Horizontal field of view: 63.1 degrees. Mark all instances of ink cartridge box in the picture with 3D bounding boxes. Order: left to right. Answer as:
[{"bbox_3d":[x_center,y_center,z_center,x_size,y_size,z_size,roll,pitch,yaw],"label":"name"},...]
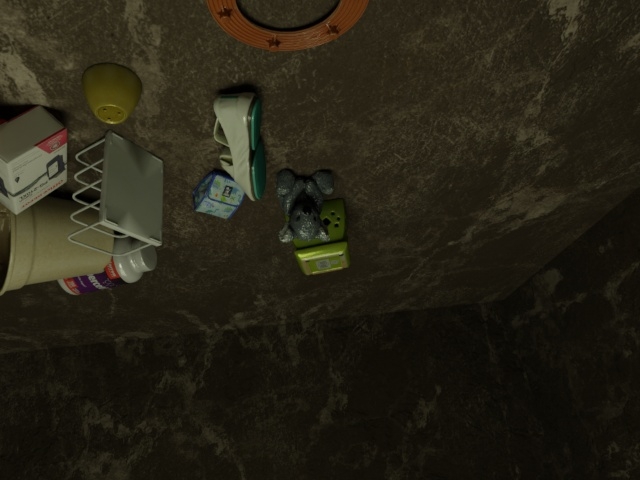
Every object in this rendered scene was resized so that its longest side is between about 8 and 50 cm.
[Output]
[{"bbox_3d":[-0.742,-0.199,1.318,0.100,0.172,0.237,41,143,1],"label":"ink cartridge box"}]

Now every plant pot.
[{"bbox_3d":[-0.822,-0.007,1.593,0.306,0.333,0.334,0,155,-45],"label":"plant pot"},{"bbox_3d":[-0.491,-0.333,1.227,0.134,0.095,0.134,-8,154,-4],"label":"plant pot"},{"bbox_3d":[0.000,0.000,1.949,0.227,0.207,0.228,-11,155,2],"label":"plant pot"}]

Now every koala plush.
[{"bbox_3d":[-0.054,-0.091,1.724,0.196,0.221,0.203,-2,154,-15],"label":"koala plush"}]

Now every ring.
[{"bbox_3d":[-0.064,-0.489,1.061,0.337,0.032,0.336,-6,163,-2],"label":"ring"}]

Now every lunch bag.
[{"bbox_3d":[-0.320,-0.150,1.674,0.129,0.096,0.151,16,131,-37],"label":"lunch bag"}]

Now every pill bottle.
[{"bbox_3d":[-0.772,0.081,1.890,0.323,0.181,0.181,-13,154,8],"label":"pill bottle"}]

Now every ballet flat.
[{"bbox_3d":[-0.225,-0.262,1.455,0.139,0.139,0.400,-6,150,-6],"label":"ballet flat"}]

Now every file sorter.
[{"bbox_3d":[-0.568,-0.116,1.443,0.173,0.277,0.193,-20,152,26],"label":"file sorter"}]

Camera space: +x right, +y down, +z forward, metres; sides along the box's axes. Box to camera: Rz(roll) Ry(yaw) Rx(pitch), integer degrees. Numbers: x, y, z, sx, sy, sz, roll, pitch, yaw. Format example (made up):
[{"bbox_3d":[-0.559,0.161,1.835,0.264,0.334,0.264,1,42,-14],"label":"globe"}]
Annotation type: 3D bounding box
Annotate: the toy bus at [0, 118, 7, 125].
[{"bbox_3d":[-0.810,-0.298,1.162,0.220,0.149,0.211,-32,160,34],"label":"toy bus"}]
